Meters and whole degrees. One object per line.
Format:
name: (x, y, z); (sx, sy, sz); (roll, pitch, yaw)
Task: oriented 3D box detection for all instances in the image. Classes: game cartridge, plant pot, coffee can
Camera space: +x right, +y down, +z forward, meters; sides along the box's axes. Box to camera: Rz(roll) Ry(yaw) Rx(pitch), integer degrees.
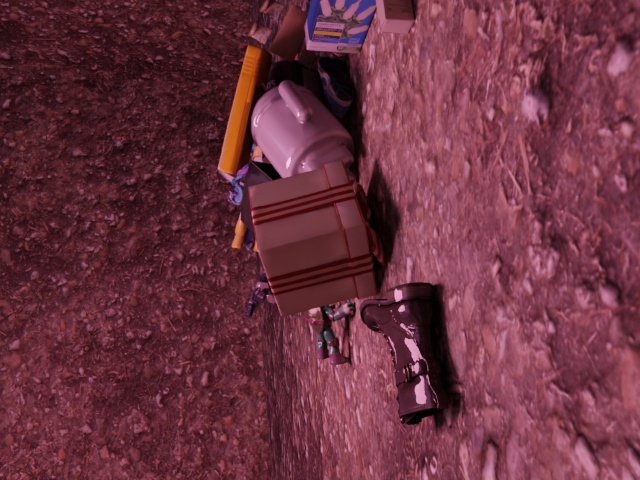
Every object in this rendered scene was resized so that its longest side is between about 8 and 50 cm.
game cartridge: (-0.196, -0.355, 1.645); (0.285, 0.052, 0.324); (-84, 11, -76)
plant pot: (-0.104, -0.086, 1.618); (0.188, 0.187, 0.167); (42, 114, 34)
coffee can: (-0.086, -0.370, 1.827); (0.201, 0.201, 0.276); (117, 149, -64)

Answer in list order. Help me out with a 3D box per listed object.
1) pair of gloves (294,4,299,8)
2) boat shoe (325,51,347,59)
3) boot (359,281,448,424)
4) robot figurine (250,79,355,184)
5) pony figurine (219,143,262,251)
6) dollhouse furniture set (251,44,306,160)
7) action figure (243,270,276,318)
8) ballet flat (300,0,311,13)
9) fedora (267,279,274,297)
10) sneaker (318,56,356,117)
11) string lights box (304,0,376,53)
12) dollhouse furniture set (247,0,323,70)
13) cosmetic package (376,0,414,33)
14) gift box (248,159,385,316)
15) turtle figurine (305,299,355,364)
pair of gloves: (-0.100, -0.775, 2.284); (0.198, 0.023, 0.159); (110, 156, -56)
boat shoe: (0.043, -0.510, 1.575); (0.183, 0.066, 0.066); (-105, 9, -52)
boot: (0.142, 0.209, 1.077); (0.263, 0.091, 0.229); (127, 141, -67)
robot figurine: (-0.050, -0.260, 1.538); (0.353, 0.199, 0.300); (53, 160, 31)
pony figurine: (-0.220, -0.145, 2.107); (0.351, 0.302, 0.364); (158, 119, -82)
dollhouse furniture set: (-0.160, -0.457, 2.078); (0.355, 0.173, 0.304); (108, 167, -70)
action figure: (-0.132, 0.153, 2.139); (0.342, 0.178, 0.330); (-65, 10, 3)
ballet flat: (-0.006, -0.749, 1.757); (0.058, 0.084, 0.250); (-77, -1, -53)
fedora: (-0.065, 0.029, 1.850); (0.334, 0.152, 0.335); (-177, 90, -73)
sneaker: (0.033, -0.402, 1.568); (0.081, 0.080, 0.211); (105, 160, -46)
string lights box: (0.053, -0.537, 1.351); (0.260, 0.133, 0.077); (116, 151, -65)
dollhouse furniture set: (-0.051, -0.616, 1.662); (0.242, 0.212, 0.161); (-62, 19, 9)
cosmetic package: (0.138, -0.452, 1.143); (0.041, 0.060, 0.115); (121, 148, -69)
gift box: (0.000, 0.000, 1.362); (0.276, 0.257, 0.255); (74, -179, -48)
turtle figurine: (0.020, 0.202, 1.595); (0.175, 0.118, 0.234); (-157, 62, -76)
